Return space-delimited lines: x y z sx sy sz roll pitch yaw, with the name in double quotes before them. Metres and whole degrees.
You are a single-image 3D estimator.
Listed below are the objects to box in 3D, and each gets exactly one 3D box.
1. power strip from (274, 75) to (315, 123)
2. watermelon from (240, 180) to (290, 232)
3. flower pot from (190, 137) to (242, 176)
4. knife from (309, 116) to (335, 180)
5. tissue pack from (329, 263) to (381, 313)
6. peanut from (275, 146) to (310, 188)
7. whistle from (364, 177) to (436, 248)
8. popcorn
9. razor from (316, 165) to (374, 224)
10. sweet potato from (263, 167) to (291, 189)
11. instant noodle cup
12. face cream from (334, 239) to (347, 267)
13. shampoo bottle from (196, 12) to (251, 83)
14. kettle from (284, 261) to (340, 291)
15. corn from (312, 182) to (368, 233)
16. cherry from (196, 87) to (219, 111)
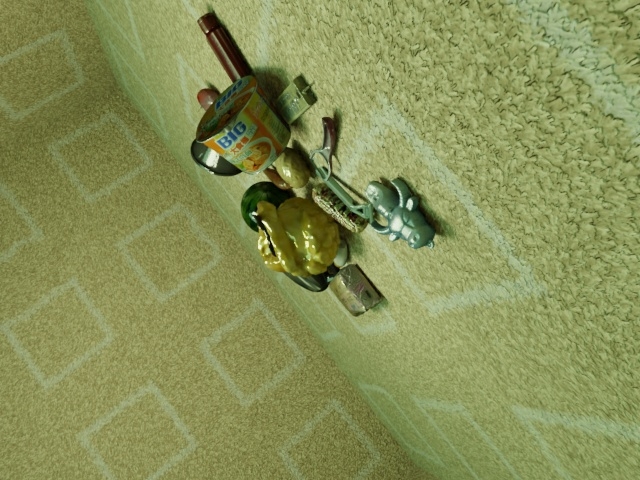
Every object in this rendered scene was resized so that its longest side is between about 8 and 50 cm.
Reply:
"power strip" -0.077 -0.436 1.439 0.092 0.034 0.268 57 162 -11
"watermelon" -0.243 -0.146 2.086 0.242 0.242 0.242 46 161 20
"flower pot" -0.437 -0.437 2.072 0.269 0.268 0.166 48 141 15
"knife" 0.013 -0.305 1.438 0.123 0.053 0.278 53 162 15
"tissue pack" 0.141 0.230 2.026 0.215 0.122 0.257 52 162 8
"peanut" -0.104 -0.265 1.707 0.159 0.109 0.140 60 -168 11
"whistle" 0.221 -0.071 1.297 0.269 0.093 0.180 44 137 25
"popcorn" -0.109 -0.023 1.795 0.381 0.349 0.349 18 -168 -45
"razor" 0.075 -0.160 1.551 0.278 0.056 0.111 42 161 30
"sweet potato" -0.162 -0.259 1.964 0.255 0.058 0.078 27 129 46
"instant noodle cup" -0.250 -0.379 1.573 0.214 0.297 0.296 41 172 -36
"face cream" 0.084 0.057 1.953 0.072 0.051 0.182 51 162 23
"shampoo bottle" -0.332 -0.656 1.611 0.260 0.064 0.102 57 160 -14
"kettle" -0.044 0.130 2.255 0.271 0.250 0.207 50 -165 -17
"corn" 0.070 -0.110 1.616 0.253 0.086 0.086 41 159 27
"cherry" -0.489 -0.618 2.048 0.126 0.087 0.106 19 146 28
